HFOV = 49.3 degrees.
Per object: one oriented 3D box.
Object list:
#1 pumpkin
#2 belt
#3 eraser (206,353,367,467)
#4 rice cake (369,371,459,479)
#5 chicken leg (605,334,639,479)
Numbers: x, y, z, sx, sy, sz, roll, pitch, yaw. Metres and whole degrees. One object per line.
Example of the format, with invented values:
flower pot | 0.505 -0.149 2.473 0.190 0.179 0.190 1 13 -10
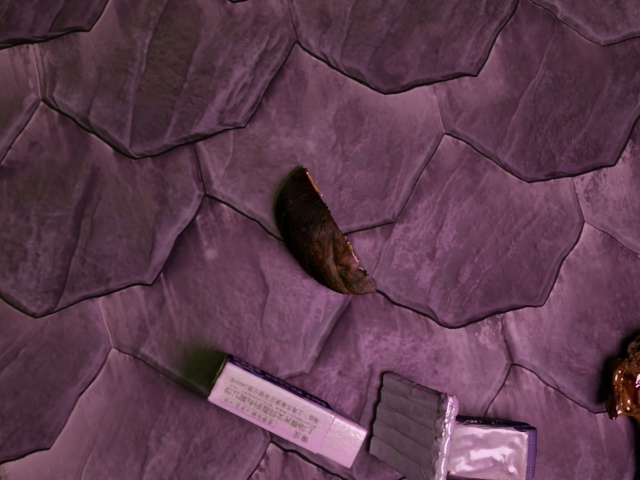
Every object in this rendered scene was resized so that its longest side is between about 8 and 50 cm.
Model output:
pumpkin | -0.005 -0.001 1.302 0.111 0.163 0.278 -28 91 -4
belt | 0.292 0.400 1.320 0.231 0.139 0.126 7 85 -2
eraser | -0.063 0.309 1.287 0.287 0.130 0.086 28 85 -6
rice cake | 0.171 0.348 1.285 0.037 0.198 0.189 17 80 -32
chicken leg | 0.652 0.355 1.373 0.212 0.140 0.360 13 80 -15
